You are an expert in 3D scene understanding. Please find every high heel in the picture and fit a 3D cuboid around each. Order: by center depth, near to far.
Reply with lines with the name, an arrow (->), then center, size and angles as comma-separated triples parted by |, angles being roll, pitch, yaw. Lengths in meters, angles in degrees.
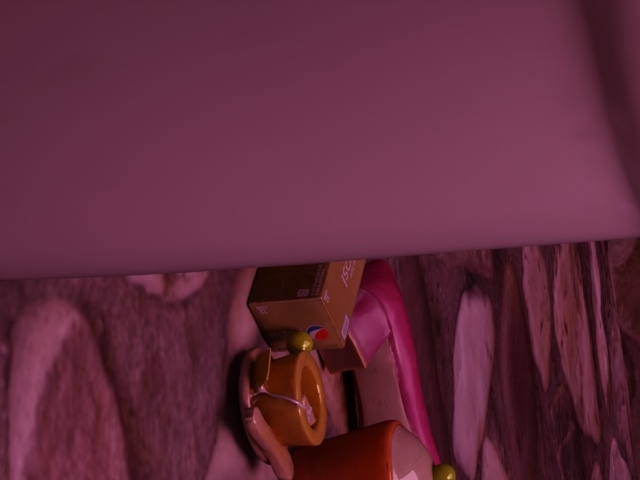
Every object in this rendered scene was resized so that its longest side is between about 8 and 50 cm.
high heel -> 0.069, 0.140, 1.184 | 0.117, 0.082, 0.244 | -47, 116, -50

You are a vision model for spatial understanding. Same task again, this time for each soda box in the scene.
soda box -> 0.000, 0.000, 1.066 | 0.181, 0.061, 0.058 | -74, 150, -43

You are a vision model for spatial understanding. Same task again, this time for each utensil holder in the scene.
utensil holder -> -0.009, -0.144, 0.638 | 0.327, 0.385, 0.328 | -6, 90, -69

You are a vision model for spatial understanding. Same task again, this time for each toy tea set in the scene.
toy tea set -> 0.023, 0.230, 0.937 | 0.200, 0.124, 0.336 | 60, 24, -48
